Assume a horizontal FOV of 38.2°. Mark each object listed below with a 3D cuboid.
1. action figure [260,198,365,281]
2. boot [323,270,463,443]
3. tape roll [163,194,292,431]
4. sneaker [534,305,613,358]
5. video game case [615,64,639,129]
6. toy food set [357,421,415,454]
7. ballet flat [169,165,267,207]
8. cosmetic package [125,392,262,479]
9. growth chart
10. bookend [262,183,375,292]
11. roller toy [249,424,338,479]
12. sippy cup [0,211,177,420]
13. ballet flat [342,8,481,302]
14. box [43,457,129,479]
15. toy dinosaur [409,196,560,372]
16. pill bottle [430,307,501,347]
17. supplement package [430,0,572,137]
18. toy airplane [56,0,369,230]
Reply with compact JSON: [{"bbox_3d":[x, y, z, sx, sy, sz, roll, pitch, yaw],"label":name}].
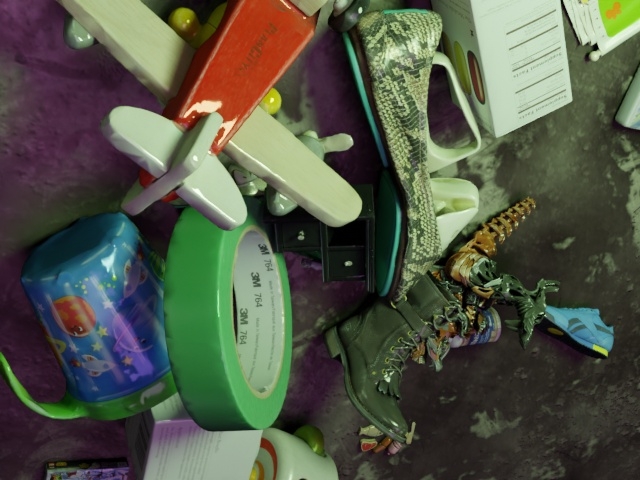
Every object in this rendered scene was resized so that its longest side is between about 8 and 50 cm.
[{"bbox_3d":[-0.002,0.002,1.448,0.232,0.063,0.137,33,116,-32],"label":"action figure"},{"bbox_3d":[0.137,0.168,1.508,0.229,0.263,0.091,-38,146,12],"label":"boot"},{"bbox_3d":[-0.118,0.100,1.274,0.077,0.321,0.321,-4,128,14],"label":"tape roll"},{"bbox_3d":[0.482,0.154,1.771,0.209,0.069,0.082,27,75,-26],"label":"sneaker"},{"bbox_3d":[0.682,-0.323,1.554,0.300,0.036,0.329,5,119,-26],"label":"video game case"},{"bbox_3d":[0.127,0.385,1.784,0.122,0.019,0.078,-4,123,-21],"label":"toy food set"},{"bbox_3d":[-0.141,-0.083,1.340,0.168,0.057,0.052,-9,115,-19],"label":"ballet flat"},{"bbox_3d":[-0.205,0.295,1.495,0.184,0.151,0.151,3,120,-25],"label":"cosmetic package"},{"bbox_3d":[0.439,-0.391,1.413,0.172,0.021,0.237,-40,129,4],"label":"growth chart"},{"bbox_3d":[0.000,0.000,1.354,0.157,0.072,0.156,-1,134,1],"label":"bookend"},{"bbox_3d":[-0.079,0.432,1.613,0.146,0.209,0.191,30,126,-34],"label":"roller toy"},{"bbox_3d":[-0.293,0.091,1.292,0.240,0.305,0.224,-10,121,26],"label":"sippy cup"},{"bbox_3d":[0.150,-0.112,1.371,0.182,0.164,0.482,-10,123,-1],"label":"ballet flat"},{"bbox_3d":[-0.400,0.415,1.567,0.137,0.027,0.094,3,118,-25],"label":"box"},{"bbox_3d":[0.274,0.081,1.558,0.164,0.218,0.322,-24,141,-64],"label":"toy dinosaur"},{"bbox_3d":[0.257,0.157,1.661,0.120,0.067,0.067,-5,123,-21],"label":"pill bottle"},{"bbox_3d":[0.254,-0.296,1.318,0.134,0.139,0.244,-26,127,-8],"label":"supplement package"},{"bbox_3d":[-0.135,-0.183,1.139,0.384,0.272,0.386,-11,93,-32],"label":"toy airplane"}]
